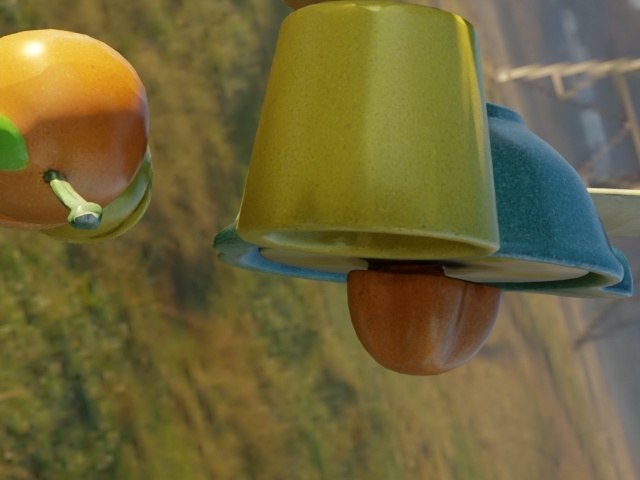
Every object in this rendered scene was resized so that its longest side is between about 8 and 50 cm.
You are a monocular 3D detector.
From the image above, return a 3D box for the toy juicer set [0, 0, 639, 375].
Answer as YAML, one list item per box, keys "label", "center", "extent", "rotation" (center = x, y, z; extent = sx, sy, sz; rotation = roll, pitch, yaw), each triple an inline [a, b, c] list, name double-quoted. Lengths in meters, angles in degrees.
- label: "toy juicer set"
  center: [0.000, 0.000, 0.620]
  extent: [0.329, 0.209, 0.090]
  rotation: [16, 76, -66]

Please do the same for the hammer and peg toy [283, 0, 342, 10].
- label: "hammer and peg toy"
  center: [0.058, -0.208, 0.491]
  extent: [0.127, 0.266, 0.361]
  rotation: [-65, 148, -30]
